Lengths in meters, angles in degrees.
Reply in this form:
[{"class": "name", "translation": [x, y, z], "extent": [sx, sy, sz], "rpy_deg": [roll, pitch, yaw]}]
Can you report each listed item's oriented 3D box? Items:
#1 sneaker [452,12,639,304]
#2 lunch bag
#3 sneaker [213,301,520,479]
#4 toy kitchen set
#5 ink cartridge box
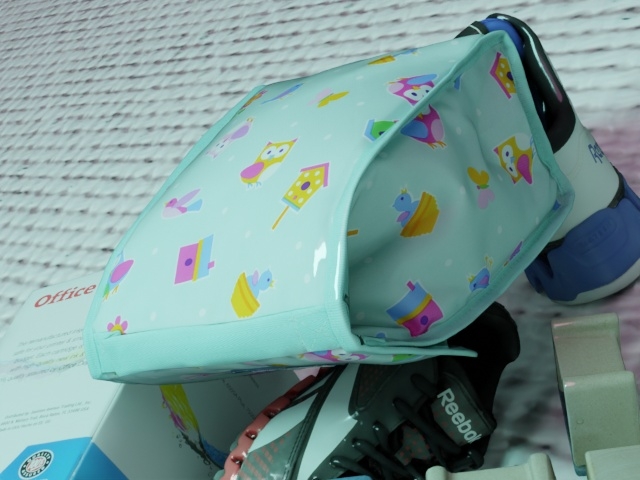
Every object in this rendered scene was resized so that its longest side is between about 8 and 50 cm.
[{"class": "sneaker", "translation": [0.129, -0.096, 0.980], "extent": [0.127, 0.182, 0.315], "rpy_deg": [-35, 29, -4]}, {"class": "lunch bag", "translation": [0.000, 0.000, 0.799], "extent": [0.223, 0.160, 0.262], "rpy_deg": [-9, 28, 40]}, {"class": "sneaker", "translation": [0.034, 0.127, 0.829], "extent": [0.135, 0.097, 0.276], "rpy_deg": [3, 45, 52]}, {"class": "toy kitchen set", "translation": [0.090, 0.146, 0.763], "extent": [0.207, 0.122, 0.166], "rpy_deg": [-8, 33, 6]}, {"class": "ink cartridge box", "translation": [-0.144, 0.151, 0.905], "extent": [0.171, 0.168, 0.232], "rpy_deg": [-14, 35, 34]}]
